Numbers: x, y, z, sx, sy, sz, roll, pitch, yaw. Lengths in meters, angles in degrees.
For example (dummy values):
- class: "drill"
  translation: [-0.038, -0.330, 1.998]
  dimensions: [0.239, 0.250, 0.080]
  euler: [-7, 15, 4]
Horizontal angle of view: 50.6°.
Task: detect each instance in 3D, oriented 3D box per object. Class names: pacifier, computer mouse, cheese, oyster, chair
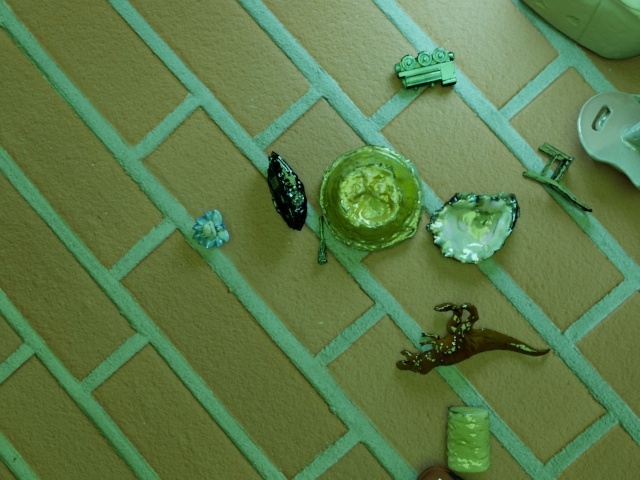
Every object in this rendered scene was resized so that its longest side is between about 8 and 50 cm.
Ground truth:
- class: "pacifier"
  translation: [0.844, -0.273, 1.792]
  dimensions: [0.332, 0.273, 0.220]
  euler: [35, 109, 5]
- class: "computer mouse"
  translation: [-0.088, -0.141, 1.909]
  dimensions: [0.077, 0.146, 0.242]
  euler: [-20, 87, -24]
- class: "cheese"
  translation: [0.410, 0.548, 1.875]
  dimensions: [0.123, 0.094, 0.167]
  euler: [-1, 90, 3]
- class: "oyster"
  translation: [0.433, -0.052, 1.885]
  dimensions: [0.259, 0.092, 0.198]
  euler: [-39, 87, 12]
- class: "chair"
  translation: [0.679, -0.172, 1.867]
  dimensions: [0.212, 0.084, 0.101]
  euler: [31, 96, 4]

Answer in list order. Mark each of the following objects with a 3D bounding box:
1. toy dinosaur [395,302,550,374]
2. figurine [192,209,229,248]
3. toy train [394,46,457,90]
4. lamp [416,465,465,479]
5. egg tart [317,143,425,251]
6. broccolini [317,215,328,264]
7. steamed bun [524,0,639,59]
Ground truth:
- class: "toy dinosaur"
  translation: [0.412, 0.261, 1.878]
  dimensions: [0.432, 0.097, 0.208]
  euler: [-11, 103, 8]
- class: "figurine"
  translation: [-0.322, -0.027, 1.944]
  dimensions: [0.114, 0.079, 0.114]
  euler: [0, 95, 1]
- class: "toy train"
  translation: [0.297, -0.478, 1.906]
  dimensions: [0.170, 0.071, 0.111]
  euler: [-11, 96, 5]
- class: "lamp"
  translation: [0.334, 0.715, 1.836]
  dimensions: [0.187, 0.187, 0.164]
  euler: [30, 92, 4]
- class: "egg tart"
  translation: [0.145, -0.118, 1.889]
  dimensions: [0.315, 0.120, 0.315]
  euler: [0, 91, 5]
- class: "broccolini"
  translation: [0.000, 0.000, 1.941]
  dimensions: [0.030, 0.035, 0.140]
  euler: [-7, 85, 46]
- class: "steamed bun"
  translation: [0.752, -0.694, 1.721]
  dimensions: [0.456, 0.371, 0.290]
  euler: [36, 91, 1]
